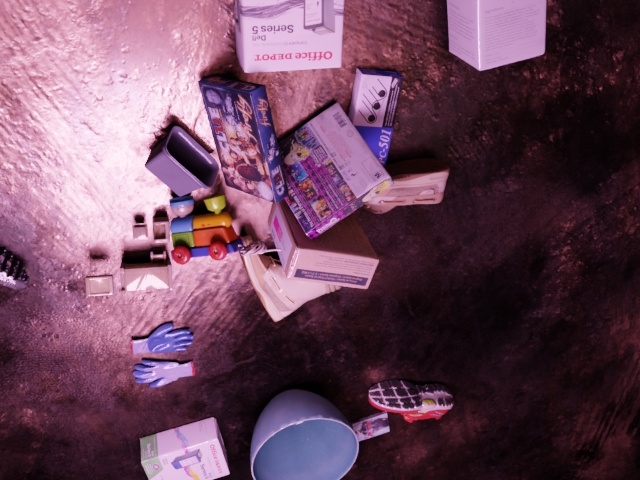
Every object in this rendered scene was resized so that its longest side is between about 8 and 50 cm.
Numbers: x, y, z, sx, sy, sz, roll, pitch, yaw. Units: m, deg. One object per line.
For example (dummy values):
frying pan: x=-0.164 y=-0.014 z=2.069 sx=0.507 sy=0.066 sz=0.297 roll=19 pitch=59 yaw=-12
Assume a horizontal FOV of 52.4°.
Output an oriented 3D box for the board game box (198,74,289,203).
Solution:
board game box: x=-0.156 y=-0.206 z=1.326 sx=0.042 sy=0.165 sz=0.243 roll=-36 pitch=131 yaw=-33

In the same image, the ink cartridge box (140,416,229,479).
ink cartridge box: x=-0.372 y=0.595 z=1.792 sx=0.212 sy=0.093 sz=0.154 roll=-15 pitch=123 yaw=-10

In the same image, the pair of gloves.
pair of gloves: x=-0.397 y=0.291 z=1.640 sx=0.159 sy=0.023 sz=0.198 roll=-7 pitch=123 yaw=-15

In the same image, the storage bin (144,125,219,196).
storage bin: x=-0.295 y=-0.161 z=1.361 sx=0.091 sy=0.098 sz=0.135 roll=-23 pitch=130 yaw=31

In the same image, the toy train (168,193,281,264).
toy train: x=-0.210 y=-0.036 z=1.401 sx=0.247 sy=0.105 sz=0.144 roll=-7 pitch=100 yaw=17

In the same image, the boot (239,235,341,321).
boot: x=-0.071 y=0.061 z=1.554 sx=0.203 sy=0.095 sz=0.262 roll=-25 pitch=125 yaw=-1

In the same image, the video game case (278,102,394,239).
video game case: x=0.009 y=-0.150 z=1.375 sx=0.210 sy=0.232 sz=0.042 roll=-34 pitch=152 yaw=5

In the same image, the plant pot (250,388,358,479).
plant pot: x=-0.062 y=0.523 z=1.778 sx=0.290 sy=0.195 sz=0.290 roll=-8 pitch=123 yaw=-13

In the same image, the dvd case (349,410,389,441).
dvd case: x=0.150 y=0.569 z=1.983 sx=0.119 sy=0.013 sz=0.087 roll=-15 pitch=124 yaw=-7

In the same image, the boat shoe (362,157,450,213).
boat shoe: x=0.138 y=-0.112 z=1.496 sx=0.340 sy=0.122 sz=0.110 roll=-7 pitch=121 yaw=-15

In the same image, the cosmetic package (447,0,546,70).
cosmetic package: x=0.355 y=-0.471 z=1.325 sx=0.151 sy=0.151 sz=0.184 roll=-16 pitch=125 yaw=-8

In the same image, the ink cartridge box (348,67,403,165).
ink cartridge box: x=0.113 y=-0.270 z=1.437 sx=0.097 sy=0.046 sz=0.207 roll=1 pitch=120 yaw=-16

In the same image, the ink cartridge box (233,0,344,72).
ink cartridge box: x=-0.060 y=-0.466 z=1.222 sx=0.198 sy=0.115 sz=0.273 roll=-7 pitch=122 yaw=-13

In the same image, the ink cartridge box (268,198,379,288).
ink cartridge box: x=0.000 y=0.000 z=1.453 sx=0.193 sy=0.235 sz=0.088 roll=8 pitch=120 yaw=-21

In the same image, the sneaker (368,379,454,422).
sneaker: x=0.262 y=0.491 z=1.919 sx=0.278 sy=0.107 sz=0.118 roll=10 pitch=126 yaw=-20

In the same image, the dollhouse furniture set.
dollhouse furniture set: x=-0.428 y=0.031 z=1.451 sx=0.181 sy=0.101 sz=0.161 roll=-3 pitch=97 yaw=-15

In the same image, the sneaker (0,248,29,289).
sneaker: x=-0.733 y=0.049 z=1.359 sx=0.234 sy=0.078 sz=0.106 roll=35 pitch=108 yaw=-27
